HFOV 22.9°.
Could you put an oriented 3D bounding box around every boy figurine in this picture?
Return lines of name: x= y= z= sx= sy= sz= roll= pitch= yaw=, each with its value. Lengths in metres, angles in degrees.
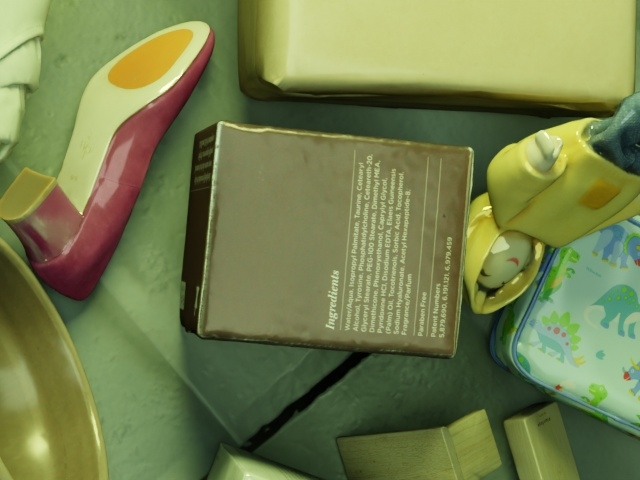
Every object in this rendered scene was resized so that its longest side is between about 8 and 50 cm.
boy figurine: x=0.200 y=-0.044 z=1.225 sx=0.285 sy=0.177 sz=0.092 roll=-35 pitch=59 yaw=25

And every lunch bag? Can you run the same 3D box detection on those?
lunch bag: x=0.271 y=0.073 z=1.353 sx=0.219 sy=0.090 sz=0.176 roll=25 pitch=86 yaw=-9

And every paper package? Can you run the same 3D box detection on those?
paper package: x=0.090 y=-0.266 z=1.264 sx=0.309 sy=0.168 sz=0.325 roll=1 pitch=91 yaw=-17

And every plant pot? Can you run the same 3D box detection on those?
plant pot: x=-0.316 y=0.146 z=1.182 sx=0.229 sy=0.263 sz=0.263 roll=-21 pitch=95 yaw=7

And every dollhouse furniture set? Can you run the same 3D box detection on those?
dollhouse furniture set: x=0.125 y=0.209 z=1.360 sx=0.151 sy=0.123 sz=0.144 roll=-21 pitch=96 yaw=-45

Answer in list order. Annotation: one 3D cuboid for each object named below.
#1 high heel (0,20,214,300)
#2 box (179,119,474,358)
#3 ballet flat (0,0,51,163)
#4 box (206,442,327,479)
high heel: x=-0.154 y=-0.066 z=1.297 sx=0.244 sy=0.082 sz=0.117 roll=-54 pitch=140 yaw=-22
box: x=0.000 y=0.000 z=1.261 sx=0.203 sy=0.168 sz=0.167 roll=6 pitch=90 yaw=-11
ballet flat: x=-0.316 y=-0.073 z=1.219 sx=0.400 sy=0.139 sz=0.139 roll=-45 pitch=98 yaw=-1
box: x=-0.049 y=0.273 z=1.249 sx=0.119 sy=0.182 sz=0.181 roll=21 pitch=87 yaw=-9
